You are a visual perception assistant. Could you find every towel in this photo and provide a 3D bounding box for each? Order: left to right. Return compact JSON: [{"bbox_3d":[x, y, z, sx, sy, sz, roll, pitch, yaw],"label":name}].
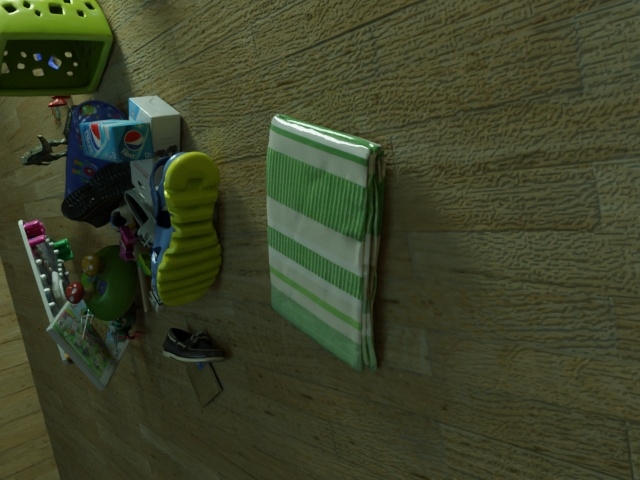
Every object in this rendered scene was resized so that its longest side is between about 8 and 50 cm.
[{"bbox_3d":[0.000,0.000,0.891,0.247,0.038,0.325,28,127,47],"label":"towel"}]

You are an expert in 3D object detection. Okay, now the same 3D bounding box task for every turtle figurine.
[{"bbox_3d":[-0.517,0.170,1.584,0.175,0.118,0.234,-4,84,36],"label":"turtle figurine"}]

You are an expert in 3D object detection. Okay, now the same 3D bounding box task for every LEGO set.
[{"bbox_3d":[-0.347,0.070,1.331,0.227,0.087,0.093,50,134,35],"label":"LEGO set"}]

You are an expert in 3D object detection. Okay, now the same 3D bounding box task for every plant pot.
[{"bbox_3d":[-0.599,-0.458,1.355,0.228,0.227,0.207,-35,70,54],"label":"plant pot"}]

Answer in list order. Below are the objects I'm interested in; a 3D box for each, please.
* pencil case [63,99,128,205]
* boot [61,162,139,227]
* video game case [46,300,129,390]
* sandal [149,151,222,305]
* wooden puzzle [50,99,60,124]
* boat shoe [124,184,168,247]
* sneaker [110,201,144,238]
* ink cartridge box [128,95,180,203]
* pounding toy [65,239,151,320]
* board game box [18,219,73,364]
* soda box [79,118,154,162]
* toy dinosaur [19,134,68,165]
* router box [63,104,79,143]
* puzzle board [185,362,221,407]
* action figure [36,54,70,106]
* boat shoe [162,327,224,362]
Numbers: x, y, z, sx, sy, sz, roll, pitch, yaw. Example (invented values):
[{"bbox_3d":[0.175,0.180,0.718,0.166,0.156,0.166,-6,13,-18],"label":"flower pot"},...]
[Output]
[{"bbox_3d":[-0.504,-0.171,1.428,0.306,0.133,0.119,121,164,-45],"label":"pencil case"},{"bbox_3d":[-0.458,-0.102,1.403,0.077,0.197,0.137,63,-179,14],"label":"boot"},{"bbox_3d":[-0.590,0.247,1.620,0.023,0.193,0.212,-26,114,15],"label":"video game case"},{"bbox_3d":[-0.257,-0.027,1.164,0.138,0.126,0.318,38,124,46],"label":"sandal"},{"bbox_3d":[-0.740,-0.365,1.759,0.049,0.006,0.083,14,115,50],"label":"wooden puzzle"},{"bbox_3d":[-0.336,-0.020,1.290,0.228,0.081,0.079,57,144,24],"label":"boat shoe"},{"bbox_3d":[-0.438,-0.044,1.416,0.185,0.083,0.070,-38,73,52],"label":"sneaker"},{"bbox_3d":[-0.323,-0.176,1.227,0.104,0.061,0.181,40,132,39],"label":"ink cartridge box"},{"bbox_3d":[-0.503,0.089,1.456,0.236,0.110,0.183,-11,74,35],"label":"pounding toy"},{"bbox_3d":[-0.719,0.151,1.785,0.390,0.050,0.390,139,111,-77],"label":"board game box"},{"bbox_3d":[-0.389,-0.191,1.195,0.210,0.071,0.067,16,115,53],"label":"soda box"},{"bbox_3d":[-0.727,-0.242,1.696,0.268,0.118,0.064,-14,93,54],"label":"toy dinosaur"},{"bbox_3d":[-0.610,-0.271,1.596,0.122,0.038,0.092,-43,68,52],"label":"router box"},{"bbox_3d":[-0.255,0.303,1.377,0.096,0.011,0.128,63,143,16],"label":"puzzle board"},{"bbox_3d":[-0.752,-0.487,1.622,0.091,0.139,0.281,-20,85,53],"label":"action figure"},{"bbox_3d":[-0.265,0.215,1.301,0.206,0.075,0.065,-4,78,50],"label":"boat shoe"}]
